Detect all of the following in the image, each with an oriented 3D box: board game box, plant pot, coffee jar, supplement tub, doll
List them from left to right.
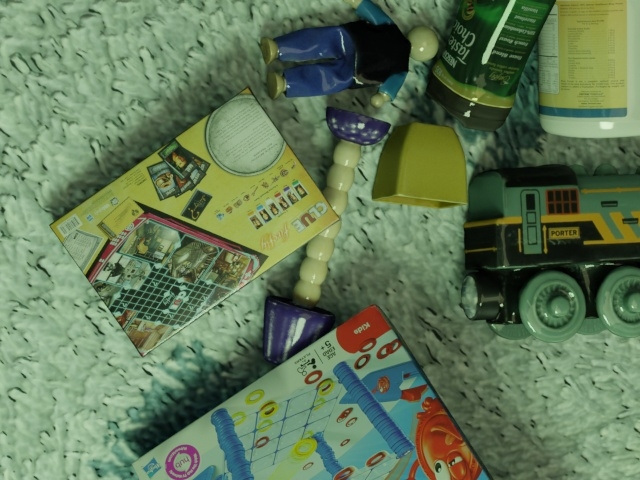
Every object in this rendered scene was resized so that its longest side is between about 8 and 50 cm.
[{"bbox_3d":[-0.125,-0.018,1.619,0.243,0.042,0.165,-34,92,1],"label":"board game box"},{"bbox_3d":[0.010,0.266,1.589,0.308,0.302,0.086,-34,144,1],"label":"board game box"},{"bbox_3d":[0.035,-0.198,1.673,0.189,0.046,0.129,-9,85,-16],"label":"doll"},{"bbox_3d":[0.107,-0.081,1.701,0.081,0.081,0.083,7,85,-17],"label":"plant pot"},{"bbox_3d":[0.177,-0.209,1.668,0.079,0.096,0.184,6,115,-31],"label":"coffee jar"},{"bbox_3d":[0.301,-0.214,1.700,0.144,0.144,0.199,-5,100,-16],"label":"supplement tub"}]

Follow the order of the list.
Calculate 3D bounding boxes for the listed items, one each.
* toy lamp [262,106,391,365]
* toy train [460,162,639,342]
[{"bbox_3d":[0.000,0.000,1.682,0.080,0.080,0.274,16,91,-18],"label":"toy lamp"},{"bbox_3d":[0.308,0.010,1.748,0.334,0.142,0.190,-3,90,-16],"label":"toy train"}]
